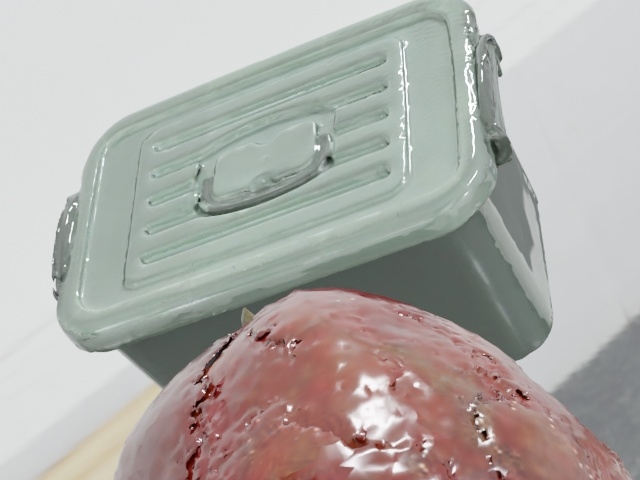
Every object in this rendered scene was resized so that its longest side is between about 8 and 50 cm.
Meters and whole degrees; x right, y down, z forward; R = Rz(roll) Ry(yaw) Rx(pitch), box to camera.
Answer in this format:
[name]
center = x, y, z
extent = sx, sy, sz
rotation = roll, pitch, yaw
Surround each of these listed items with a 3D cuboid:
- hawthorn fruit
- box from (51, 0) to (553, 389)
[hawthorn fruit]
center = 0.008, 0.082, 0.400
extent = 0.148, 0.148, 0.172
rotation = -31, 50, -8
[box]
center = 0.000, 0.000, 0.767
extent = 0.243, 0.135, 0.163
rotation = -20, 42, 18
